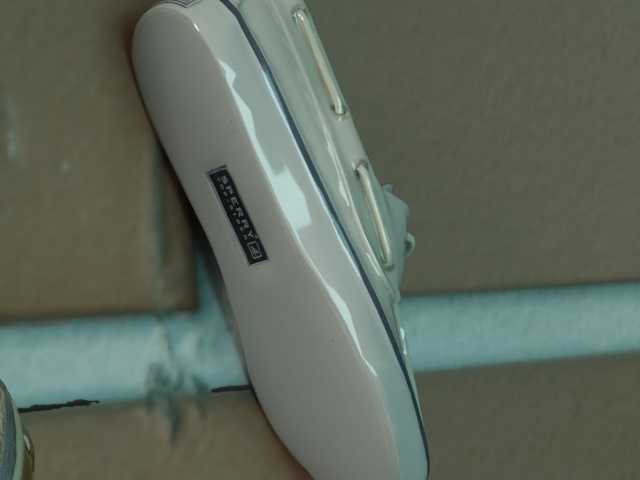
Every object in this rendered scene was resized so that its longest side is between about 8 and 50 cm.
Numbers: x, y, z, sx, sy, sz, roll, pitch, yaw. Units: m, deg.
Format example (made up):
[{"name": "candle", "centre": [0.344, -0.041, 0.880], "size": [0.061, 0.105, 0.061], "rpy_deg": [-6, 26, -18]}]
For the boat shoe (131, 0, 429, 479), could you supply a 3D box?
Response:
[{"name": "boat shoe", "centre": [0.000, 0.000, 0.933], "size": [0.088, 0.096, 0.267], "rpy_deg": [-28, 96, -36]}]

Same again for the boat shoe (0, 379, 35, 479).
[{"name": "boat shoe", "centre": [-0.194, 0.194, 0.708], "size": [0.324, 0.123, 0.116], "rpy_deg": [-59, 161, -17]}]
